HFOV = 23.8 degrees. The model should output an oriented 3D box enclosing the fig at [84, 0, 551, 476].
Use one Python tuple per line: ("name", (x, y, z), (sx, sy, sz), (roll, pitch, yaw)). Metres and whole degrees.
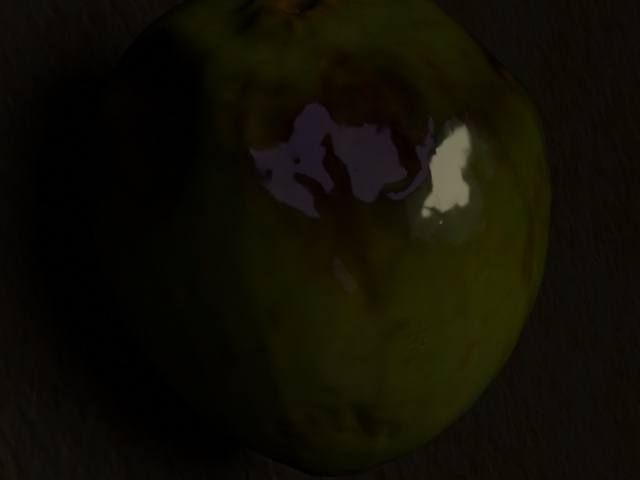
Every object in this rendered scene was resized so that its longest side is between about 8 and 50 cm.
("fig", (0.000, 0.000, 0.781), (0.239, 0.239, 0.271), (-57, 153, -53))
